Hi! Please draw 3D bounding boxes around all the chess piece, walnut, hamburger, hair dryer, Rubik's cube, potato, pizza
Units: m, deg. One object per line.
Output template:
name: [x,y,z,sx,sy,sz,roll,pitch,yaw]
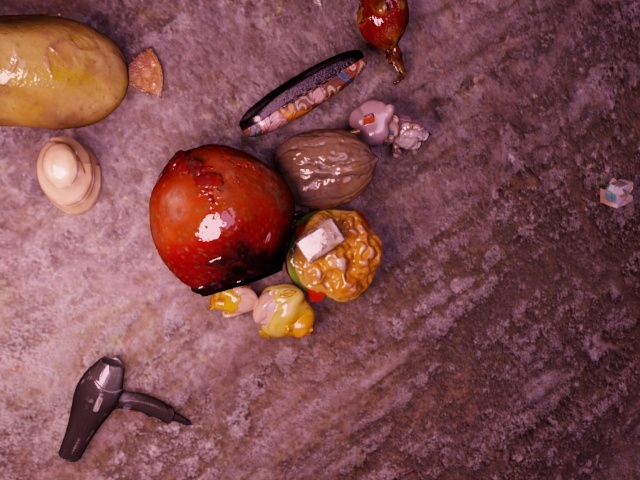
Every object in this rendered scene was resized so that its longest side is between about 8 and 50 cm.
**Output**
chess piece: [-0.460,-0.118,1.059,0.124,0.307,0.139,33,83,-18]
walnut: [0.015,-0.159,1.287,0.230,0.178,0.178,-9,98,7]
hamburger: [0.037,0.036,1.330,0.237,0.149,0.237,-2,95,-20]
hair dryer: [-0.401,0.384,1.246,0.271,0.091,0.236,23,96,-23]
Rubik's cube: [0.828,-0.141,1.628,0.084,0.075,0.073,-33,121,-29]
potato: [-0.500,-0.316,1.102,0.266,0.229,0.229,-2,95,-34]
pizza: [-0.368,-0.357,1.224,0.100,0.029,0.099,21,79,-22]

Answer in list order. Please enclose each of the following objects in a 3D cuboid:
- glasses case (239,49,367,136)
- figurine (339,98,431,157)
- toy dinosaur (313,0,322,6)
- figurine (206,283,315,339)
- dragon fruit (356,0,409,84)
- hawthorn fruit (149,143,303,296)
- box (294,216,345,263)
glasses case: [-0.037,-0.325,1.288,0.321,0.122,0.082,-35,103,-13]
figurine: [0.149,-0.263,1.365,0.228,0.137,0.112,9,59,-23]
toy dinosaur: [0.076,-0.718,1.295,0.205,0.092,0.393,0,85,19]
figurine: [-0.122,0.149,1.299,0.246,0.131,0.156,19,122,-21]
dragon fruit: [0.158,-0.483,1.354,0.125,0.125,0.246,-15,123,12]
hawthorn fruit: [-0.197,-0.036,1.173,0.315,0.316,0.316,-2,95,-19]
box: [0.000,0.000,1.230,0.098,0.045,0.062,-36,88,4]
